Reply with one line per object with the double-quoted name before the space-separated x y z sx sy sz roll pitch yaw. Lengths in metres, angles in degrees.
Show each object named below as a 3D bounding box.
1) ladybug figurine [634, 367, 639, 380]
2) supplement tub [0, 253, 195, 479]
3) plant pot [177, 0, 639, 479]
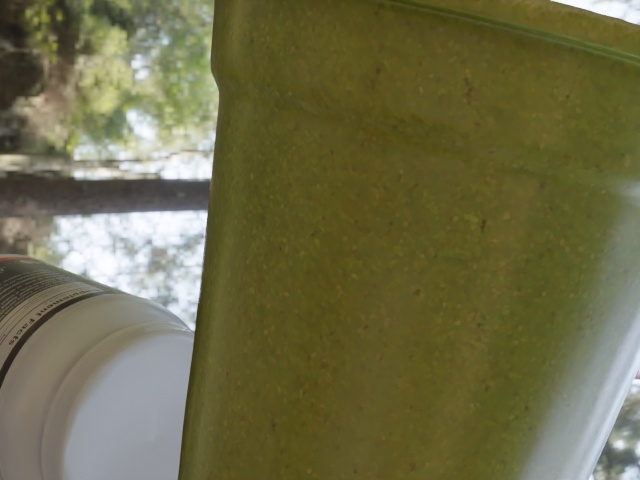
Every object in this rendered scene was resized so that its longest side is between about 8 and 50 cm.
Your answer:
"ladybug figurine" 0.341 0.021 1.159 0.449 0.305 0.161 74 8 -64
"supplement tub" -0.212 0.125 0.982 0.272 0.191 0.191 15 -76 46
"plant pot" 0.046 0.023 0.556 0.276 0.276 0.253 23 -80 49
